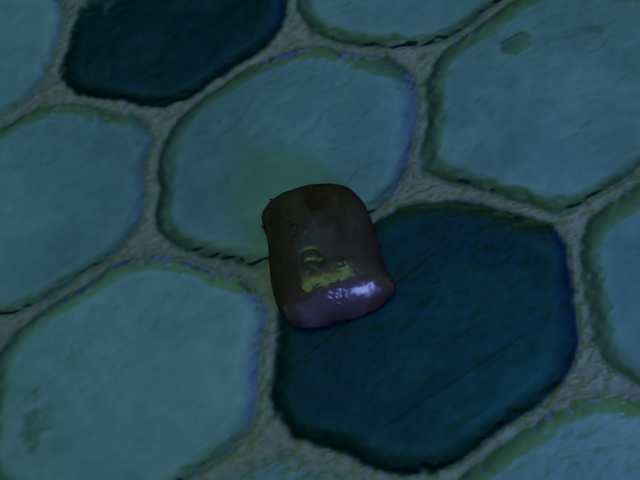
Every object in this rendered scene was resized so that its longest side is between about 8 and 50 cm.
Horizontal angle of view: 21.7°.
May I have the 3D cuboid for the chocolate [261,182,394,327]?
[{"bbox_3d":[0.000,0.000,0.902,0.064,0.031,0.101,-16,43,3],"label":"chocolate"}]
